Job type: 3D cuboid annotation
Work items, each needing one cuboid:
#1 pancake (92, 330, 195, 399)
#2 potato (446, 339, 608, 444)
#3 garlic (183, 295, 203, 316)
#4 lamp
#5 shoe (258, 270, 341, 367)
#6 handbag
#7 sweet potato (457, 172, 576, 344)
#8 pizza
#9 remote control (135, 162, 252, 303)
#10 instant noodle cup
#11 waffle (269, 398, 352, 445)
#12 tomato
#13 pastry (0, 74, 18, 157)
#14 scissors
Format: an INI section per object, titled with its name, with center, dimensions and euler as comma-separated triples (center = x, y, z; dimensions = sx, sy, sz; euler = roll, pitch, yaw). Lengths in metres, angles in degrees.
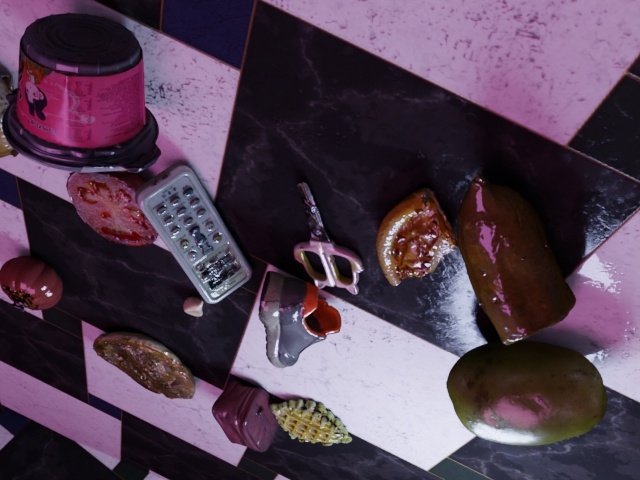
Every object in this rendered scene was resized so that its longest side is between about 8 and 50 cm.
[pancake]
center = -0.543, 0.396, 2.218
dimensions = 0.356, 0.065, 0.356
euler = 19, 145, 14
[potato]
center = 0.394, 0.297, 1.372
dimensions = 0.305, 0.215, 0.215
euler = 2, 138, 35
[garlic]
center = -0.326, 0.170, 1.815
dimensions = 0.053, 0.041, 0.083
euler = 11, 152, 1
[lamp]
center = -0.824, 0.128, 1.994
dimensions = 0.182, 0.140, 0.182
euler = 14, 140, 12
[shoe]
center = -0.035, 0.187, 1.590
dimensions = 0.171, 0.132, 0.336
euler = 5, 145, 7
[handbag]
center = -0.214, 0.524, 2.096
dimensions = 0.136, 0.146, 0.225
euler = 10, 139, 27
[sweet potato]
center = 0.308, 0.030, 1.143
dimensions = 0.158, 0.157, 0.369
euler = -7, 122, 39
[pizza]
center = 0.166, 0.004, 1.273
dimensions = 0.134, 0.056, 0.271
euler = 35, 146, 4
[remote control]
center = -0.262, -0.010, 1.482
dimensions = 0.065, 0.128, 0.335
euler = 38, 160, 47
[instant noodle cup]
center = -0.392, -0.259, 1.166
dimensions = 0.303, 0.258, 0.181
euler = 22, 129, 7
[waffle]
center = -0.030, 0.538, 2.072
dimensions = 0.208, 0.054, 0.214
euler = -7, 130, 34
[tomato]
center = -0.430, -0.089, 1.515
dimensions = 0.225, 0.085, 0.224
euler = 18, 141, 16
[pastry]
center = -0.715, -0.277, 1.435
dimensions = 0.257, 0.120, 0.235
euler = 10, 138, 26
[scissors]
center = 0.000, 0.000, 1.400
dimensions = 0.160, 0.024, 0.317
euler = 9, 141, 26
